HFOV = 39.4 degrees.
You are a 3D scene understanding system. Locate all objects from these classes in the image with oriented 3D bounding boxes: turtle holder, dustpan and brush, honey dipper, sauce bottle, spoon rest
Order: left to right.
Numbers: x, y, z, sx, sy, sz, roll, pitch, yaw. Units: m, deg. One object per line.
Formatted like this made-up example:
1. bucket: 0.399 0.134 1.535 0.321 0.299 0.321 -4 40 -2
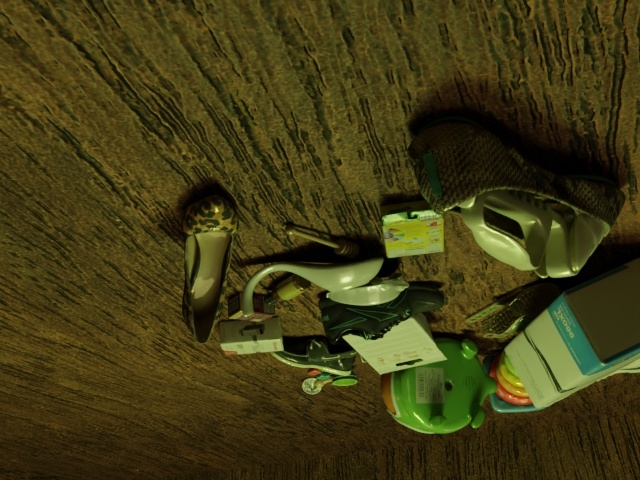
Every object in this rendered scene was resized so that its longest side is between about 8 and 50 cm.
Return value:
1. sauce bottle: -0.068 0.097 1.767 0.042 0.042 0.128 10 156 -34
2. spoon rest: -0.018 0.065 1.648 0.276 0.084 0.137 -17 179 4
3. honey dipper: 0.000 0.000 1.560 0.160 0.030 0.030 17 149 -39
4. dustpan and brush: 0.113 0.086 1.687 0.147 0.060 0.211 -14 -164 -23
5. turtle holder: 0.297 0.355 2.281 0.320 0.243 0.227 -29 -173 -32

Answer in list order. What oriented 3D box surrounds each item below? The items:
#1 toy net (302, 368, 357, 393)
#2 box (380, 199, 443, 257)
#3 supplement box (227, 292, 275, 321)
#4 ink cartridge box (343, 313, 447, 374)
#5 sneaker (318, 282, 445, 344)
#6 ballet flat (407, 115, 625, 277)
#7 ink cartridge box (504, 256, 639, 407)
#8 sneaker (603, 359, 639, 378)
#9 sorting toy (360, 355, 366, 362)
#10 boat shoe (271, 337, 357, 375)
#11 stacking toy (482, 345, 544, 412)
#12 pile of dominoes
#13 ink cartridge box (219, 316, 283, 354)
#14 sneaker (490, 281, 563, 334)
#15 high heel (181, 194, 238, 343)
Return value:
1. toy net: 0.001 0.398 2.512 0.122 0.045 0.232 8 155 -30
2. box: 0.157 -0.023 1.522 0.105 0.043 0.179 -7 160 5
3. supplement box: -0.143 0.138 1.844 0.083 0.043 0.055 11 153 -33
4. ink cartridge box: 0.170 0.226 2.060 0.181 0.056 0.225 -16 144 23
5. sneaker: 0.132 0.157 1.874 0.267 0.106 0.101 -7 157 0
6. ballet flat: 0.312 -0.035 1.340 0.483 0.182 0.164 16 149 -42
7. ink cartridge box: 0.592 0.189 1.877 0.285 0.166 0.395 -22 161 -15
8. sneaker: 0.802 0.330 2.505 0.235 0.090 0.095 -18 142 19
9. sorting toy: 0.118 0.257 2.154 0.083 0.075 0.045 6 155 -26
10. boat shoe: -0.017 0.265 2.173 0.233 0.084 0.079 14 114 -25
11. stacking toy: 0.533 0.309 2.324 0.165 0.175 0.302 -4 144 -3
12. pile of dominoes: 0.474 0.172 2.077 0.196 0.040 0.251 5 156 -23
13. ink cartridge box: -0.154 0.217 2.016 0.135 0.056 0.099 -5 158 -1
14. sneaker: 0.466 0.147 1.961 0.086 0.064 0.192 1 149 -45
15. high heel: -0.175 0.048 1.425 0.093 0.186 0.261 0 157 -14
